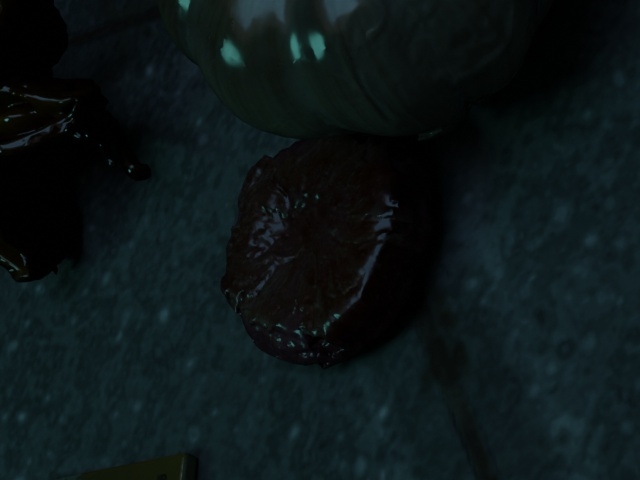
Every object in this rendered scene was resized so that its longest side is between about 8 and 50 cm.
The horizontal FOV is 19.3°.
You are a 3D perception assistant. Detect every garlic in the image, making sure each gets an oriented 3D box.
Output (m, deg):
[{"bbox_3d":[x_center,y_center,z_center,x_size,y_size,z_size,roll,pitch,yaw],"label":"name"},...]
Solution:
[{"bbox_3d":[0.030,-0.146,1.000,0.227,0.152,0.228,-12,60,21],"label":"garlic"}]

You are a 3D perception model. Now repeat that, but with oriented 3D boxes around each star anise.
[{"bbox_3d":[-0.216,-0.073,1.233,0.190,0.126,0.220,-40,76,23],"label":"star anise"}]

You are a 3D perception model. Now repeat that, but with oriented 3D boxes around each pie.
[{"bbox_3d":[0.000,0.000,1.043,0.153,0.038,0.154,-23,55,38],"label":"pie"}]

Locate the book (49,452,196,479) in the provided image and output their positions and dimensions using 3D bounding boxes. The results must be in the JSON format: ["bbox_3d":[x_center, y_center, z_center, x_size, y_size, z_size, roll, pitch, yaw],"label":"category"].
[{"bbox_3d":[-0.141,0.193,1.103,0.172,0.012,0.118,-16,61,38],"label":"book"}]
